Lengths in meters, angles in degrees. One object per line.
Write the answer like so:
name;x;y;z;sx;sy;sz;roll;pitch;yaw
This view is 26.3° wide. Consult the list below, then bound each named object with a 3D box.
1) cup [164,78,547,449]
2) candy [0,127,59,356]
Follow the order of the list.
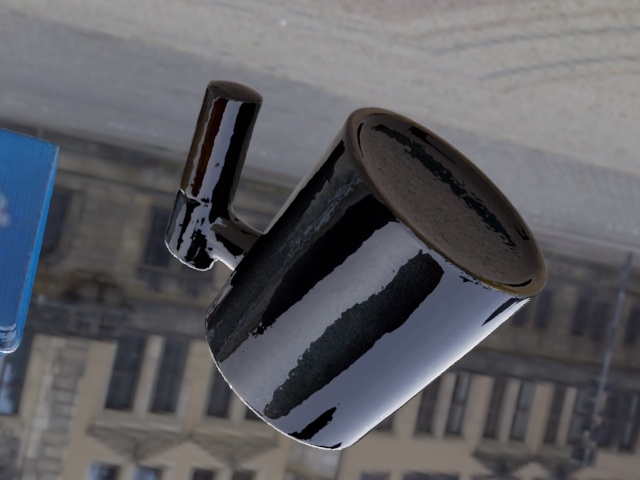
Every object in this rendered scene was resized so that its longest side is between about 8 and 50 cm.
cup;0.013;0.004;0.927;0.166;0.177;0.239;6;-137;-50
candy;-0.237;0.004;0.698;0.157;0.100;0.306;14;167;-16
